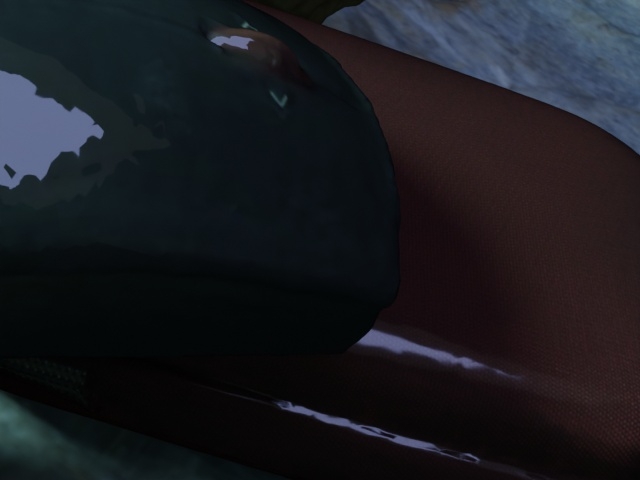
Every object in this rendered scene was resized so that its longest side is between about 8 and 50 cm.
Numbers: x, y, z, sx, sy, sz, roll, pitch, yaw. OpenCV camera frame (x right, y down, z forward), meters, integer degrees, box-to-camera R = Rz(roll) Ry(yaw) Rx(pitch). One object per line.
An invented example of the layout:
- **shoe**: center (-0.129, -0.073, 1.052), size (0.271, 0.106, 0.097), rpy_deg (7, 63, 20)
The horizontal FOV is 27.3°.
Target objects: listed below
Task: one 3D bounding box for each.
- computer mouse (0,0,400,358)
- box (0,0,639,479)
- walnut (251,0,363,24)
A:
- **computer mouse**: center (-0.097, -0.045, 0.464), size (0.269, 0.100, 0.170), rpy_deg (2, 50, -28)
- **box**: center (0.000, 0.000, 0.631), size (0.403, 0.108, 0.263), rpy_deg (19, 41, -10)
- **walnut**: center (-0.043, -0.205, 0.752), size (0.198, 0.198, 0.245), rpy_deg (38, 9, 12)
